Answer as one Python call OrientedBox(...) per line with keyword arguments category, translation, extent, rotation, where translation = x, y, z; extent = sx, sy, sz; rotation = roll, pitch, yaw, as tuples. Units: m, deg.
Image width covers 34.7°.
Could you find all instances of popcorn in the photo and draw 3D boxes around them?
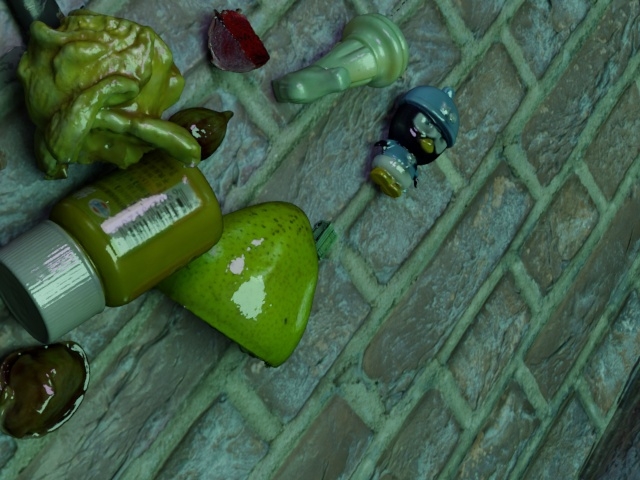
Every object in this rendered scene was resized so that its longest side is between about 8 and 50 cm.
OrientedBox(category="popcorn", translation=(-0.380, -0.249, 1.764), extent=(0.326, 0.321, 0.290), rotation=(-51, 135, -55))

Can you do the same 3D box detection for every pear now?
OrientedBox(category="pear", translation=(-0.121, 0.069, 2.094), extent=(0.342, 0.238, 0.318), rotation=(39, 76, -37))

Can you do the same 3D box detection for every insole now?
OrientedBox(category="insole", translation=(-0.582, -0.281, 1.795), extent=(0.193, 0.006, 0.065), rotation=(-43, 120, -32))

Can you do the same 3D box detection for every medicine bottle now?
OrientedBox(category="medicine bottle", translation=(-0.383, 0.007, 1.851), extent=(0.384, 0.224, 0.224), rotation=(-36, 117, -29))

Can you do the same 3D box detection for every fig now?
OrientedBox(category="fig", translation=(-0.235, -0.224, 2.050), extent=(0.154, 0.103, 0.109), rotation=(-41, 142, -23))

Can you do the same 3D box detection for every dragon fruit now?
OrientedBox(category="dragon fruit", translation=(-0.180, -0.394, 2.104), extent=(0.102, 0.096, 0.147), rotation=(-22, 78, -49))

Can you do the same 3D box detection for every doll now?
OrientedBox(category="doll", translation=(0.234, -0.248, 2.447), extent=(0.177, 0.141, 0.314), rotation=(45, 68, -30))

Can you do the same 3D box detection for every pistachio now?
OrientedBox(category="pistachio", translation=(-0.497, 0.262, 1.840), extent=(0.210, 0.130, 0.165), rotation=(-49, 121, -38))

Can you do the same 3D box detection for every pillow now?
OrientedBox(category="pillow", translation=(-0.510, -0.418, 1.820), extent=(0.090, 0.048, 0.150), rotation=(-45, 124, -36))

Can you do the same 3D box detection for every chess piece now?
OrientedBox(category="chess piece", translation=(0.043, -0.374, 2.239), extent=(0.298, 0.175, 0.176), rotation=(-34, 115, -34))

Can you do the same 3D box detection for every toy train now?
OrientedBox(category="toy train", translation=(0.000, 0.000, 2.327), extent=(0.093, 0.038, 0.056), rotation=(-53, 131, -26))

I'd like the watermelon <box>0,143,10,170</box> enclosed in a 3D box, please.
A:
OrientedBox(category="watermelon", translation=(-0.631, -0.091, 1.662), extent=(0.302, 0.151, 0.264), rotation=(28, 67, -42))
